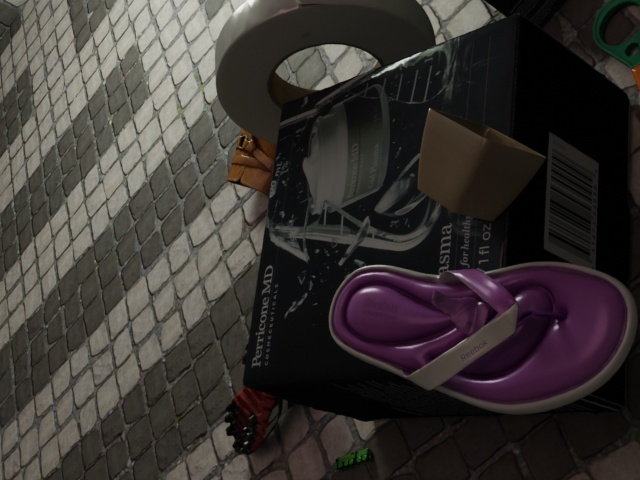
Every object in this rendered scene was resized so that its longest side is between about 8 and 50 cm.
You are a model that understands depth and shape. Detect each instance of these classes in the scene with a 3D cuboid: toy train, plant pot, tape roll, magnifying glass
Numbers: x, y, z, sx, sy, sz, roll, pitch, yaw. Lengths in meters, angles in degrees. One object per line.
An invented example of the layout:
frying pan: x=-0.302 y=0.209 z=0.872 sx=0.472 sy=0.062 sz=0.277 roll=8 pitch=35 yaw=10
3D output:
toy train: x=0.052 y=0.360 z=1.564 sx=0.083 sy=0.017 sz=0.024 roll=-27 pitch=44 yaw=38
plant pot: x=0.179 y=-0.084 z=1.126 sx=0.109 sy=0.109 sz=0.096 roll=38 pitch=112 yaw=47
tape roll: x=0.010 y=-0.295 z=1.637 sx=0.392 sy=0.392 sz=0.072 roll=-30 pitch=51 yaw=36
magnifying glass: x=0.464 y=-0.273 z=1.403 sx=0.092 sy=0.026 sz=0.231 roll=-34 pitch=50 yaw=33

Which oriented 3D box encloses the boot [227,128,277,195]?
boot: x=-0.142 y=-0.221 z=2.012 sx=0.283 sy=0.109 sz=0.220 roll=26 pitch=96 yaw=43

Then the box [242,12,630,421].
box: x=0.169 y=0.001 z=1.397 sx=0.471 sy=0.297 sz=0.480 roll=-14 pitch=62 yaw=46

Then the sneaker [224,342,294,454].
sneaker: x=-0.086 y=0.274 z=1.701 sx=0.097 sy=0.135 sz=0.276 roll=46 pitch=131 yaw=36

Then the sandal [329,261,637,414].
sandal: x=0.146 y=0.098 z=1.068 sx=0.416 sy=0.102 sz=0.170 roll=-3 pitch=72 yaw=46

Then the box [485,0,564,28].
box: x=0.298 y=-0.439 z=1.565 sx=0.093 sy=0.158 sz=0.156 roll=-49 pitch=42 yaw=20
